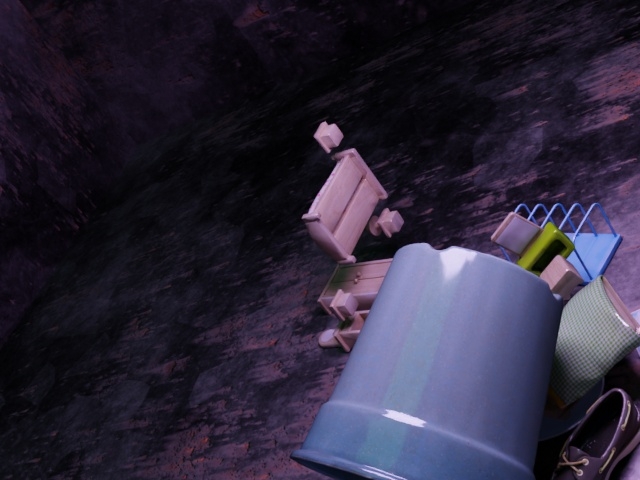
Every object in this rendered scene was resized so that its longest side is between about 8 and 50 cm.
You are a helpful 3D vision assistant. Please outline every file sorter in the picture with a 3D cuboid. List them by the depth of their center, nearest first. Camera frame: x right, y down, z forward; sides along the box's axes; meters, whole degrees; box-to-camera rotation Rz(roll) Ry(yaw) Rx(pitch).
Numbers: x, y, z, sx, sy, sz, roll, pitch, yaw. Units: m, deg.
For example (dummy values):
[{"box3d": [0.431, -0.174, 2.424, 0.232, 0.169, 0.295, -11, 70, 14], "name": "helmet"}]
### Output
[{"box3d": [0.425, 0.001, 1.657, 0.170, 0.104, 0.118, 2, 47, 49], "name": "file sorter"}]

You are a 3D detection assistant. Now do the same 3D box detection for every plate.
[{"box3d": [0.359, 0.244, 1.451, 0.188, 0.024, 0.188, -28, 29, 17], "name": "plate"}]

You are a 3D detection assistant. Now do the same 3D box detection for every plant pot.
[{"box3d": [0.174, 0.203, 1.288, 0.341, 0.341, 0.334, 2, 66, 50], "name": "plant pot"}]

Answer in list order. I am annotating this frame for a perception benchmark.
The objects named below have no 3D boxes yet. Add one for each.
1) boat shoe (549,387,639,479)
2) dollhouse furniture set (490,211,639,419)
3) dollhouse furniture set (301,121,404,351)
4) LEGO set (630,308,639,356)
[{"box3d": [0.371, 0.307, 1.294, 0.228, 0.068, 0.081, -48, 30, -20], "name": "boat shoe"}, {"box3d": [0.333, 0.104, 1.438, 0.197, 0.151, 0.301, -55, 23, 21], "name": "dollhouse furniture set"}, {"box3d": [0.000, 0.000, 1.869, 0.174, 0.355, 0.303, -10, 39, 41], "name": "dollhouse furniture set"}, {"box3d": [0.583, 0.116, 1.362, 0.244, 0.060, 0.182, -26, 33, 18], "name": "LEGO set"}]
